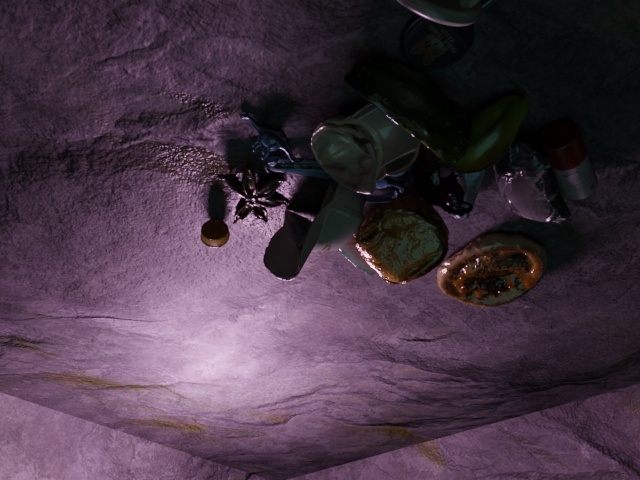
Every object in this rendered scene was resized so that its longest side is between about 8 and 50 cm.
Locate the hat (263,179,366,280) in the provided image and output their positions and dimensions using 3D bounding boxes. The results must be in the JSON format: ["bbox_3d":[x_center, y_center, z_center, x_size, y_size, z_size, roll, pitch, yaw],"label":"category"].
[{"bbox_3d":[-0.003,-0.007,1.564,0.168,0.302,0.257,40,143,-17],"label":"hat"}]

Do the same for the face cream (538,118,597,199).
[{"bbox_3d":[0.623,-0.200,1.504,0.095,0.096,0.214,-22,138,23],"label":"face cream"}]

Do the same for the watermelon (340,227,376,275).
[{"bbox_3d":[0.171,-0.020,1.735,0.154,0.095,0.241,32,130,-24],"label":"watermelon"}]

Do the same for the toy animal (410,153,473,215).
[{"bbox_3d":[0.303,-0.116,1.517,0.116,0.180,0.218,-36,112,19],"label":"toy animal"}]

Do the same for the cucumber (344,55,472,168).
[{"bbox_3d":[0.207,-0.295,1.315,0.325,0.105,0.145,29,100,-29],"label":"cucumber"}]

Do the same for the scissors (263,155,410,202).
[{"bbox_3d":[0.047,-0.176,1.554,0.392,0.032,0.180,5,140,-11],"label":"scissors"}]

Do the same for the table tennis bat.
[{"bbox_3d":[0.273,-0.440,1.237,0.150,0.027,0.236,30,134,-35],"label":"table tennis bat"}]

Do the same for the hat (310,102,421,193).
[{"bbox_3d":[0.109,-0.248,1.434,0.226,0.164,0.220,-40,119,-13],"label":"hat"}]

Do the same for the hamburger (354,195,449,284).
[{"bbox_3d":[0.221,-0.006,1.597,0.244,0.163,0.245,6,120,10],"label":"hamburger"}]

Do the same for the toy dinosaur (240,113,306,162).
[{"bbox_3d":[-0.121,-0.238,1.450,0.197,0.045,0.080,34,114,-25],"label":"toy dinosaur"}]

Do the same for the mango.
[{"bbox_3d":[0.398,-0.247,1.425,0.233,0.111,0.125,-41,141,23],"label":"mango"}]

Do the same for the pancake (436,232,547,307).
[{"bbox_3d":[0.551,0.100,1.914,0.355,0.065,0.356,-1,138,-1],"label":"pancake"}]

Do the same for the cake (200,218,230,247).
[{"bbox_3d":[-0.299,-0.020,1.699,0.083,0.084,0.044,0,139,-4],"label":"cake"}]

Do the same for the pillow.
[{"bbox_3d":[0.544,-0.143,1.553,0.161,0.093,0.335,9,154,39],"label":"pillow"}]

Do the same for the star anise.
[{"bbox_3d":[-0.169,-0.123,1.594,0.171,0.063,0.208,-9,139,2],"label":"star anise"}]

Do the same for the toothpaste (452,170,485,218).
[{"bbox_3d":[0.392,-0.157,1.588,0.089,0.057,0.234,0,136,-1],"label":"toothpaste"}]

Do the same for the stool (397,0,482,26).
[{"bbox_3d":[0.228,-0.499,1.019,0.195,0.195,0.199,11,139,-17],"label":"stool"}]
